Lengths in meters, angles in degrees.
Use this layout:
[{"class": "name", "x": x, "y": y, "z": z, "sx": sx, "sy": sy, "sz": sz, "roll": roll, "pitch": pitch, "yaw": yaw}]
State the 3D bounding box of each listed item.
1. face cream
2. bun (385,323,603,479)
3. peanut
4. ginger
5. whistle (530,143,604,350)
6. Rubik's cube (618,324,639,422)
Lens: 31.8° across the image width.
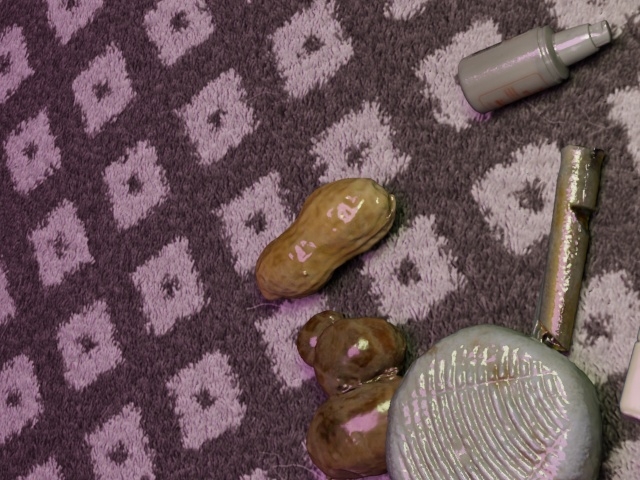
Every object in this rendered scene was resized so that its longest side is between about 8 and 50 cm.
[{"class": "face cream", "x": 0.353, "y": -0.293, "z": 1.819, "sx": 0.251, "sy": 0.101, "sz": 0.101, "roll": -19, "pitch": 71, "yaw": 30}, {"class": "bun", "x": 0.272, "y": 0.301, "z": 1.704, "sx": 0.354, "sy": 0.194, "sz": 0.355, "roll": -5, "pitch": 77, "yaw": 24}, {"class": "peanut", "x": 0.000, "y": 0.000, "z": 1.991, "sx": 0.313, "sy": 0.149, "sz": 0.149, "roll": -45, "pitch": 60, "yaw": 25}, {"class": "ginger", "x": 0.065, "y": 0.243, "z": 1.902, "sx": 0.244, "sy": 0.155, "sz": 0.304, "roll": -31, "pitch": 57, "yaw": 34}, {"class": "whistle", "x": 0.388, "y": 0.011, "z": 1.766, "sx": 0.068, "sy": 0.057, "sz": 0.327, "roll": 9, "pitch": 87, "yaw": 38}, {"class": "Rubik's cube", "x": 0.597, "y": 0.131, "z": 1.459, "sx": 0.291, "sy": 0.290, "sz": 0.292, "roll": 12, "pitch": 87, "yaw": 35}]
